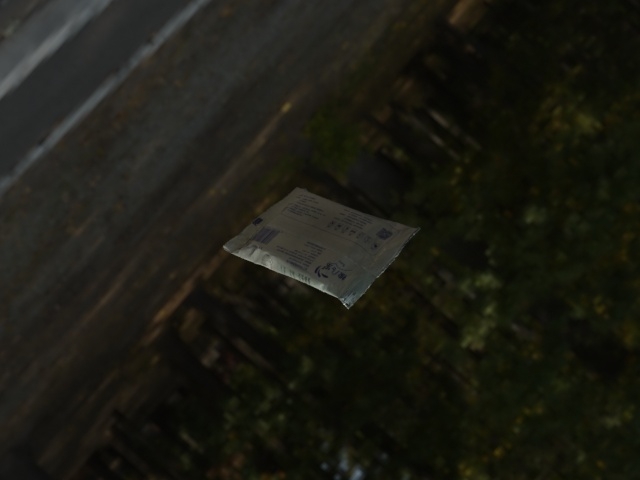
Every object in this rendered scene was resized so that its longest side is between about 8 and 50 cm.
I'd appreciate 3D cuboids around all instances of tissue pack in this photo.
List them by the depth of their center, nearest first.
[{"bbox_3d":[0.000,0.000,1.495,0.122,0.193,0.026,-42,133,-27],"label":"tissue pack"}]
